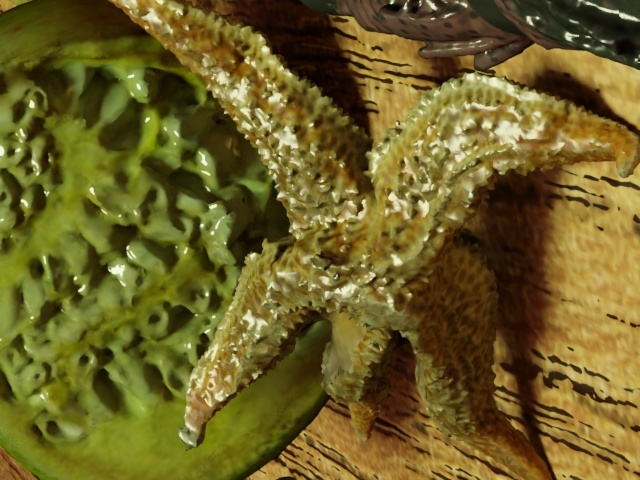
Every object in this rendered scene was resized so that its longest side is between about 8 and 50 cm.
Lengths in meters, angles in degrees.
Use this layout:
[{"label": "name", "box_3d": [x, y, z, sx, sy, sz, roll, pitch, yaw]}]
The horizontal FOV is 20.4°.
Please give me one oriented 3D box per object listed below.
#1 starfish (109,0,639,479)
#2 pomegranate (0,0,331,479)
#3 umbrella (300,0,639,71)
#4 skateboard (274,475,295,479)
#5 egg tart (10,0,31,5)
[{"label": "starfish", "box_3d": [0.004, 0.024, 0.913, 0.301, 0.084, 0.293, 15, 134, 16]}, {"label": "pomegranate", "box_3d": [-0.151, 0.014, 1.071, 0.309, 0.358, 0.216, 58, -176, -23]}, {"label": "umbrella", "box_3d": [0.080, -0.116, 0.744, 0.326, 0.094, 0.090, 16, 95, 62]}, {"label": "skateboard", "box_3d": [-0.014, 0.242, 1.301, 0.080, 0.067, 0.151, -140, 42, -68]}, {"label": "egg tart", "box_3d": [-0.200, -0.254, 1.147, 0.297, 0.132, 0.297, 36, 135, 47]}]
